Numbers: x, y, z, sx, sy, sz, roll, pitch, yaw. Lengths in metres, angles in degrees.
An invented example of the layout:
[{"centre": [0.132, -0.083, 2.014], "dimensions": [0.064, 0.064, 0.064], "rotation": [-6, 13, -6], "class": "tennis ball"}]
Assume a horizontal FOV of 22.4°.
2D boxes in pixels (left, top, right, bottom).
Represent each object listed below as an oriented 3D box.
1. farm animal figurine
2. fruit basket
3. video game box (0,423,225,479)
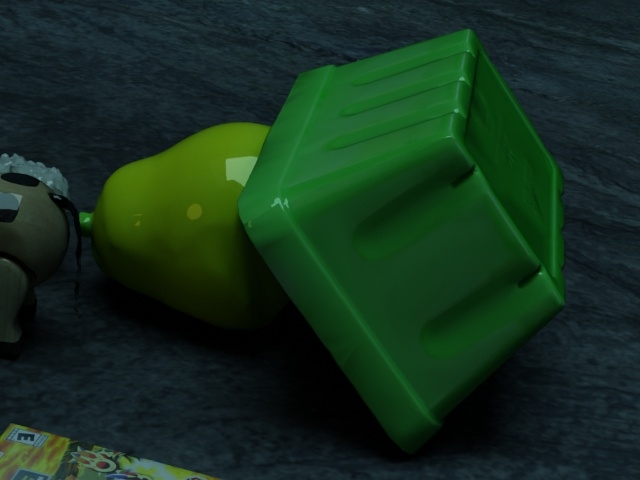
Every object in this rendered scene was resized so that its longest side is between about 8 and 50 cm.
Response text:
[{"centre": [-0.342, -0.008, 1.255], "dimensions": [0.326, 0.172, 0.330], "rotation": [2, 25, -17], "class": "farm animal figurine"}, {"centre": [0.000, 0.000, 1.361], "dimensions": [0.392, 0.283, 0.392], "rotation": [-32, 15, 10], "class": "fruit basket"}, {"centre": [-0.151, 0.203, 1.025], "dimensions": [0.187, 0.048, 0.205], "rotation": [16, 25, 6], "class": "video game box"}]
